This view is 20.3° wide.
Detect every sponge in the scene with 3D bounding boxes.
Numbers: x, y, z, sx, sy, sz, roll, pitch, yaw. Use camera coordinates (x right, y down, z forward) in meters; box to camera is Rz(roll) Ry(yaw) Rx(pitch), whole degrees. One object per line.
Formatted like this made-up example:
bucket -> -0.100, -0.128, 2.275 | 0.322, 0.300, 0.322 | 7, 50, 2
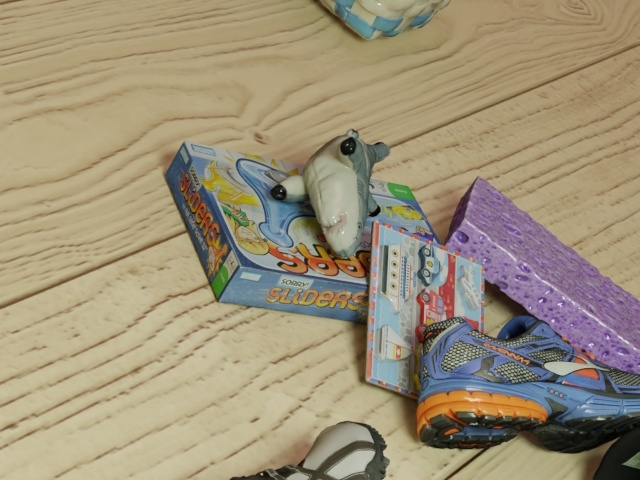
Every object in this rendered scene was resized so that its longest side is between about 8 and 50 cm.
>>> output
sponge -> 0.190, 0.039, 1.363 | 0.210, 0.031, 0.117 | 37, 20, -2

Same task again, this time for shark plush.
shark plush -> 0.017, -0.038, 1.289 | 0.067, 0.073, 0.161 | 54, 12, -7

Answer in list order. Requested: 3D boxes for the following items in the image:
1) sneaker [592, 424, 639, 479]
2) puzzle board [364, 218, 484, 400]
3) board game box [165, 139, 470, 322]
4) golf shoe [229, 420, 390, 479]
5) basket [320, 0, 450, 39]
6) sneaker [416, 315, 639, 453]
sneaker -> 0.276, 0.160, 1.203 | 0.147, 0.130, 0.330 | 41, 32, 11
puzzle board -> 0.075, 0.054, 1.236 | 0.096, 0.011, 0.128 | 22, 53, -26
board game box -> 0.000, 0.000, 1.276 | 0.201, 0.035, 0.136 | 10, 37, -34
golf shoe -> -0.021, 0.150, 0.998 | 0.094, 0.077, 0.198 | 30, 29, -3
basket -> 0.073, -0.338, 1.583 | 0.254, 0.289, 0.201 | 38, 26, 17
sneaker -> 0.157, 0.092, 1.215 | 0.221, 0.083, 0.087 | 8, 63, -37
